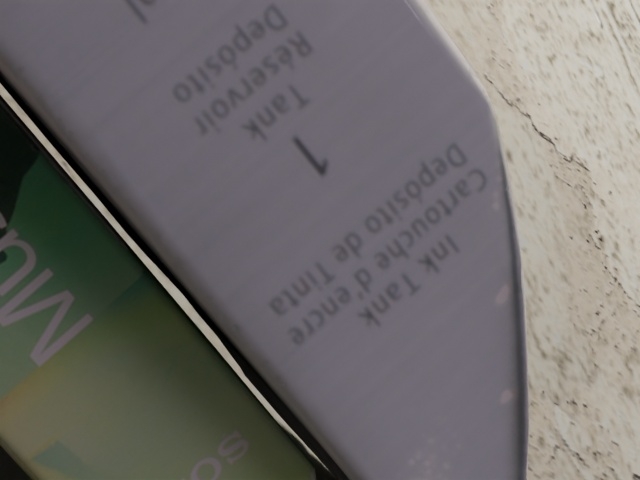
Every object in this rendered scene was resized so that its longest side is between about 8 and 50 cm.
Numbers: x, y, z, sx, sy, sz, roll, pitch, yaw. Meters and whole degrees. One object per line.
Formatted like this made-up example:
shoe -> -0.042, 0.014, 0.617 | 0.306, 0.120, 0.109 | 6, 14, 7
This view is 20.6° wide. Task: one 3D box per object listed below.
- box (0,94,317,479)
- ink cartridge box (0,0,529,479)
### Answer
box -> -0.140, -0.057, 0.484 | 0.322, 0.058, 0.232 | 49, -5, -12
ink cartridge box -> 0.000, 0.000, 0.539 | 0.385, 0.091, 0.308 | 50, -5, -18
